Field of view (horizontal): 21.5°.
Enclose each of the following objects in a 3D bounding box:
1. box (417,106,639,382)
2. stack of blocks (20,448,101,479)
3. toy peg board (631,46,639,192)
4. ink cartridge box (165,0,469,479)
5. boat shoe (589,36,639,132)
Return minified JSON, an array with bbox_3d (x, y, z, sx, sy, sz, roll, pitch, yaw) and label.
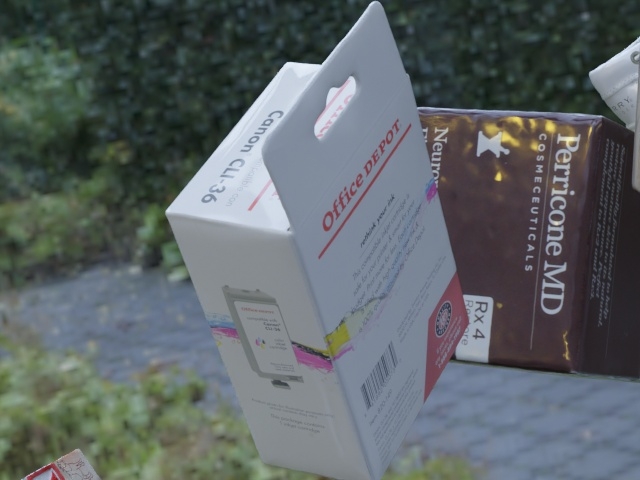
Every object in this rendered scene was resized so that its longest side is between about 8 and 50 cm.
[{"bbox_3d":[0.117,0.003,1.158,0.203,0.168,0.167,4,-4,29],"label":"box"},{"bbox_3d":[-0.351,0.338,1.671,0.297,0.087,0.171,-40,-8,31],"label":"stack of blocks"},{"bbox_3d":[0.269,-0.102,0.963,0.161,0.160,0.079,3,3,-2],"label":"toy peg board"},{"bbox_3d":[0.000,0.000,0.763,0.067,0.198,0.115,9,44,29],"label":"ink cartridge box"},{"bbox_3d":[0.329,-0.204,1.381,0.277,0.096,0.098,-46,4,-14],"label":"boat shoe"}]
